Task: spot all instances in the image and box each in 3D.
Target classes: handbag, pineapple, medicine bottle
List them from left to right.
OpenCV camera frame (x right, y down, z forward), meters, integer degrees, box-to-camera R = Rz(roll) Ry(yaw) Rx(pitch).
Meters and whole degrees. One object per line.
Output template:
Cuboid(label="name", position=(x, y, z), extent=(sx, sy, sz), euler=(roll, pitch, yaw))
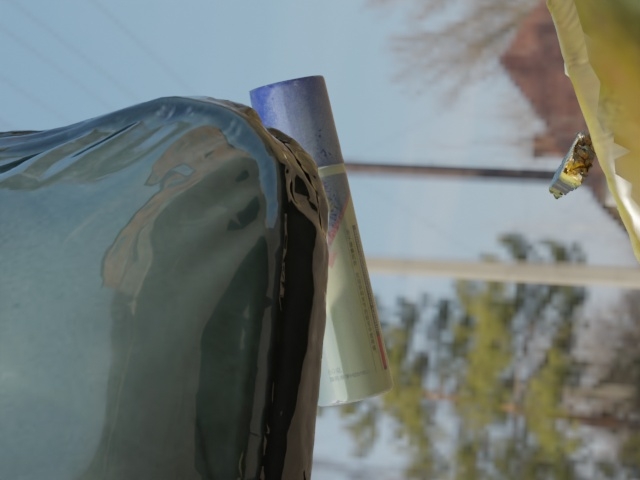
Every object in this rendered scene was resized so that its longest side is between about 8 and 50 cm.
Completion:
Cuboid(label="handbag", position=(-0.101, 0.113, 0.366), extent=(0.075, 0.191, 0.332), euler=(63, -151, -57))
Cuboid(label="medicine bottle", position=(0.000, 0.000, 1.249), extent=(0.059, 0.059, 0.231), euler=(-17, -85, -76))
Cuboid(label="pineapple", position=(0.175, -0.054, 1.198), extent=(0.045, 0.019, 0.083), euler=(-59, -3, -4))

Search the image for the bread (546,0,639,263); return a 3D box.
Cuboid(label="bread", position=(0.134, -0.092, 0.390), extent=(0.158, 0.156, 0.260), euler=(57, -157, -35))
